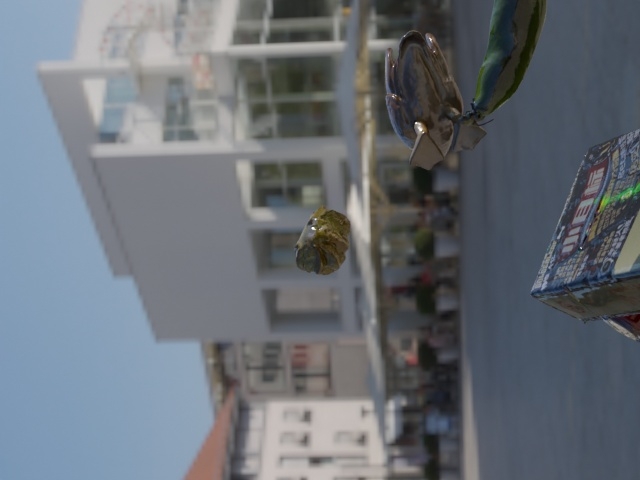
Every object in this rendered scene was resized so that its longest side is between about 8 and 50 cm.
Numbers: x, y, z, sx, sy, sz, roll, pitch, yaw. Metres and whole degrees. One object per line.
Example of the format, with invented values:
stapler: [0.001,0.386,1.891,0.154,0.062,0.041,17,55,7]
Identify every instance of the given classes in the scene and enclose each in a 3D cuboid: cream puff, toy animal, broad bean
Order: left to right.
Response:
cream puff: [0.000,0.000,1.572,0.083,0.083,0.058,-52,-45,-15]
toy animal: [0.104,-0.168,1.444,0.179,0.089,0.188,-117,8,-51]
broad bean: [0.193,-0.233,1.317,0.046,0.065,0.255,-59,-21,-73]

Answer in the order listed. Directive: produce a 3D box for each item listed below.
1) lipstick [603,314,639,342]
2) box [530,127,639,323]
lipstick: [0.450,0.015,1.707,0.241,0.080,0.080,-56,-10,-6]
box: [0.356,-0.026,1.415,0.198,0.084,0.310,-66,12,-14]
